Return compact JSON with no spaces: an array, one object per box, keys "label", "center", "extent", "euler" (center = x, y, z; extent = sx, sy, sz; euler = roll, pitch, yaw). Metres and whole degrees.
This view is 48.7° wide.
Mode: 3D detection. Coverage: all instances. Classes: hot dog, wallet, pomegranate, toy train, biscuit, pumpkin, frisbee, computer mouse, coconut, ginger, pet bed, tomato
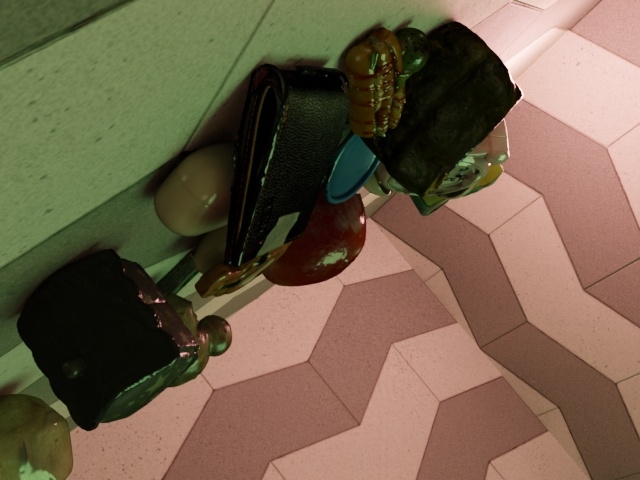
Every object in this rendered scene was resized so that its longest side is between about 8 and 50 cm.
[{"label":"hot dog","center":[0.092,-0.233,1.121],"extent":[0.104,0.076,0.250],"euler":[-35,157,-11]},{"label":"wallet","center":[-0.045,-0.105,0.956],"extent":[0.221,0.072,0.262],"euler":[-32,140,-66]},{"label":"pomegranate","center":[0.140,-0.308,1.130],"extent":[0.073,0.073,0.084],"euler":[-40,158,3]},{"label":"toy train","center":[0.364,-0.232,2.172],"extent":[0.160,0.253,0.397],"euler":[-36,-176,-30]},{"label":"biscuit","center":[-0.141,0.049,1.426],"extent":[0.202,0.047,0.334],"euler":[-37,176,0]},{"label":"pumpkin","center":[0.224,-0.259,1.385],"extent":[0.303,0.225,0.256],"euler":[-49,175,32]},{"label":"frisbee","center":[0.078,-0.194,1.613],"extent":[0.242,0.045,0.242],"euler":[-45,159,-23]},{"label":"computer mouse","center":[-0.157,-0.019,1.418],"extent":[0.237,0.082,0.145],"euler":[-38,175,-6]},{"label":"coconut","center":[-0.576,0.411,1.349],"extent":[0.224,0.224,0.224],"euler":[-39,175,-4]},{"label":"ginger","center":[-0.326,0.218,1.515],"extent":[0.245,0.155,0.304],"euler":[-37,154,9]},{"label":"pet bed","center":[-0.305,0.134,0.990],"extent":[0.183,0.210,0.159],"euler":[-39,166,4]},{"label":"tomato","center":[0.006,0.001,1.720],"extent":[0.309,0.170,0.308],"euler":[-30,133,-39]}]

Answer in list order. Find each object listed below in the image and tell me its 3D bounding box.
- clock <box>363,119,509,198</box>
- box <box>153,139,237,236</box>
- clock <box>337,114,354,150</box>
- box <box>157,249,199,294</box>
[{"label":"clock","center":[0.288,-0.220,1.852],"extent":[0.343,0.183,0.326],"euler":[7,157,-13]},{"label":"box","center":[-0.144,-0.074,0.985],"extent":[0.146,0.088,0.200],"euler":[-44,174,25]},{"label":"clock","center":[-0.017,-0.174,1.282],"extent":[0.226,0.049,0.226],"euler":[-38,175,-4]},{"label":"box","center":[-0.316,0.093,1.514],"extent":[0.207,0.041,0.050],"euler":[-42,171,25]}]
